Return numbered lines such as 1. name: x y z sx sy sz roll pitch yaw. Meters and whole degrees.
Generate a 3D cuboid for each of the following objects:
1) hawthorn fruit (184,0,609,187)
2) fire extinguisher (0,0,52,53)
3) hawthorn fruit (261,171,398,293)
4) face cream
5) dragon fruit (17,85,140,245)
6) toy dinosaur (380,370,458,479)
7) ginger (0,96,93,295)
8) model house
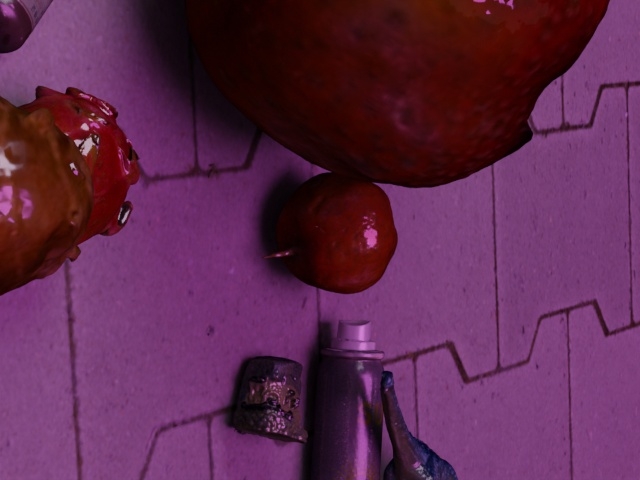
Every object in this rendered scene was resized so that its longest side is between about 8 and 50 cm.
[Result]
1. hawthorn fruit: 0.042 -0.247 1.555 0.403 0.403 0.403 -5 96 -53
2. fire extinguisher: -0.268 -0.209 1.378 0.075 0.106 0.252 107 9 -62
3. hawthorn fruit: 0.010 -0.002 1.718 0.140 0.125 0.125 -39 129 -6
4. face cream: 0.027 0.224 1.783 0.073 0.073 0.283 4 88 -54
5. dragon fruit: -0.217 -0.050 1.389 0.166 0.133 0.136 -43 117 -31
6. toy dinosaur: 0.111 0.264 1.818 0.363 0.076 0.147 53 38 -59
7. ginger: -0.332 -0.068 1.193 0.274 0.152 0.357 -45 114 -29
8. model house: -0.045 0.153 1.687 0.079 0.066 0.083 26 70 -53
